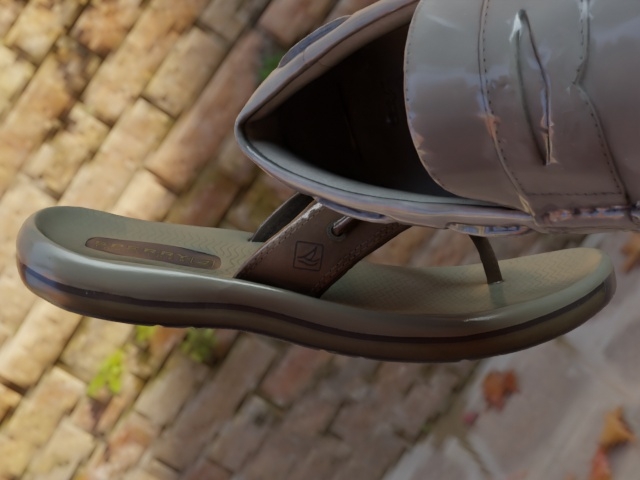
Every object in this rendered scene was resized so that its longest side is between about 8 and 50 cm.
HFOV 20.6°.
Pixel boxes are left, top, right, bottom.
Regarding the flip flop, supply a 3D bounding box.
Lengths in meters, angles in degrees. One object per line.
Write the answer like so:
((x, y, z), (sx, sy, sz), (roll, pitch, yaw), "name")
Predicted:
((0.000, 0.000, 0.810), (0.112, 0.277, 0.080), (-75, -8, -78), "flip flop")

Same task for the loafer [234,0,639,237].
((0.082, -0.047, 0.611), (0.319, 0.111, 0.112), (-7, 94, 59), "loafer")
